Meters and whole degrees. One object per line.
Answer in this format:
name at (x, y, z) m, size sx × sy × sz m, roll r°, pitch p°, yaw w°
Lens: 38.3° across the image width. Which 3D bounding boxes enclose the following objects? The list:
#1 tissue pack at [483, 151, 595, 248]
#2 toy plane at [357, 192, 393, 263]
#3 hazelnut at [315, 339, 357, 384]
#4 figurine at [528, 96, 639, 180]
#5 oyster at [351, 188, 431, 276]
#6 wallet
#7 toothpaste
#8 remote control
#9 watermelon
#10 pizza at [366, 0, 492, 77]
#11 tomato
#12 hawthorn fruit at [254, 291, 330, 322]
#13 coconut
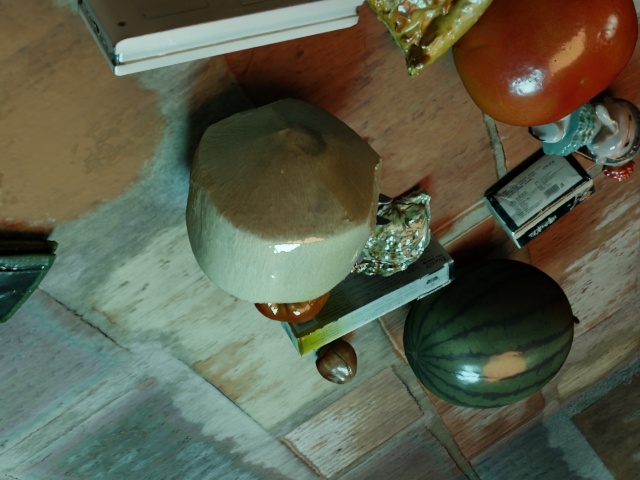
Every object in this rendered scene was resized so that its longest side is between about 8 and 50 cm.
tissue pack at (0.386, -0.080, 1.632) m, size 0.170 × 0.103 × 0.090 m, roll -36°, pitch 157°, yaw 5°
toy plane at (-0.009, -0.005, 1.340) m, size 0.267 × 0.088 × 0.212 m, roll -34°, pitch 140°, yaw -35°
hazelnut at (0.032, 0.236, 1.763) m, size 0.086 × 0.086 × 0.086 m, roll -24°, pitch 148°, yaw -16°
figurine at (0.443, -0.180, 1.537) m, size 0.245 × 0.110 × 0.138 m, roll 4°, pitch 108°, yaw -38°
oyster at (0.116, -0.007, 1.531) m, size 0.177 × 0.064 × 0.125 m, roll -26°, pitch 135°, yaw 7°
wallet at (-0.446, 0.055, 1.097) m, size 0.236 × 0.055 × 0.160 m, roll 5°, pitch 138°, yaw -47°
toothpaste at (0.082, 0.090, 1.601) m, size 0.313 × 0.089 × 0.071 m, roll -26°, pitch 141°, yaw -12°
remote control at (-0.099, -0.243, 0.954) m, size 0.277 × 0.103 × 0.055 m, roll -18°, pitch 147°, yaw -24°
watermelon at (0.334, 0.174, 1.773) m, size 0.359 × 0.279 × 0.279 m, roll -20°, pitch 146°, yaw -25°
pizza at (0.149, -0.341, 1.075) m, size 0.182 × 0.074 × 0.365 m, roll -3°, pitch 139°, yaw -32°
tomato at (0.301, -0.268, 1.223) m, size 0.259 × 0.180 × 0.260 m, roll -22°, pitch 145°, yaw -16°
hawthorn fruit at (-0.046, 0.062, 1.427) m, size 0.125 × 0.140 × 0.125 m, roll 1°, pitch 122°, yaw 2°
coconut at (-0.042, -0.056, 1.142) m, size 0.245 × 0.245 × 0.247 m, roll -14°, pitch 152°, yaw -29°
